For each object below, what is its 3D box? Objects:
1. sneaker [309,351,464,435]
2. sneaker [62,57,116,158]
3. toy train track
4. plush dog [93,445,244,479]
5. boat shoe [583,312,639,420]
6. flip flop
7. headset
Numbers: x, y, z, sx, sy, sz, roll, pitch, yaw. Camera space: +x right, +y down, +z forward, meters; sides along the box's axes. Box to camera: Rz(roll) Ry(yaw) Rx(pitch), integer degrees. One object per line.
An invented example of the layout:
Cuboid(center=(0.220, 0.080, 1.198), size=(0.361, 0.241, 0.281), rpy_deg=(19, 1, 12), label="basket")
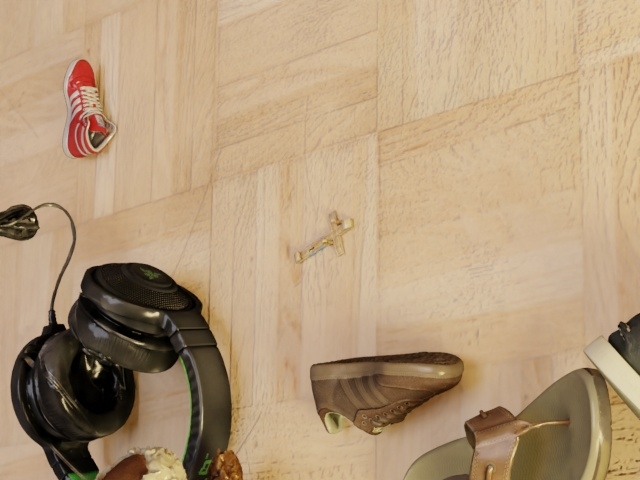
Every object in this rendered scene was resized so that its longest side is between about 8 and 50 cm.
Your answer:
Cuboid(center=(0.065, 0.142, 1.639), size=(0.188, 0.066, 0.071), rpy_deg=(-7, 91, 52), label="sneaker")
Cuboid(center=(-0.269, -0.155, 2.087), size=(0.067, 0.042, 0.118), rpy_deg=(-1, 87, 52), label="sneaker")
Cuboid(center=(0.000, 0.000, 1.771), size=(0.083, 0.014, 0.048), rpy_deg=(-35, 56, 37), label="toy train track")
Cuboid(center=(-0.160, 0.315, 1.719), size=(0.262, 0.225, 0.210), rpy_deg=(-39, 85, 28), label="plush dog")
Cuboid(center=(0.335, 0.156, 1.288), size=(0.113, 0.127, 0.340), rpy_deg=(-42, 46, 0), label="boat shoe")
Cuboid(center=(0.143, 0.186, 1.496), size=(0.277, 0.080, 0.112), rpy_deg=(-31, 54, 48), label="flip flop")
Cuboid(center=(-0.252, 0.116, 1.888), size=(0.243, 0.185, 0.394), rpy_deg=(-48, 60, 28), label="headset")
